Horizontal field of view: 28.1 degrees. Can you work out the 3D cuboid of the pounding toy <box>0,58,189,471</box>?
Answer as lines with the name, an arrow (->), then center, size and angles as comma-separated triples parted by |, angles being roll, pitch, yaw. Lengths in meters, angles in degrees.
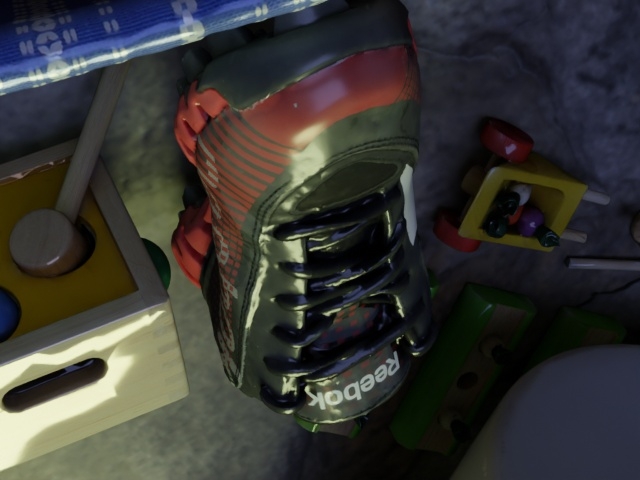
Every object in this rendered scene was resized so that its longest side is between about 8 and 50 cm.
pounding toy -> -0.122, 0.007, 0.564 | 0.141, 0.130, 0.100 | -21, 141, -14

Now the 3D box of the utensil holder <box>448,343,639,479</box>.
utensil holder -> 0.147, 0.294, 0.693 | 0.327, 0.328, 0.385 | 8, 125, -23

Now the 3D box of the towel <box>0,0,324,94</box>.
towel -> -0.158, -0.076, 0.428 | 0.336, 0.243, 0.040 | -17, 112, -9

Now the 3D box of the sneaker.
sneaker -> 0.000, 0.000, 0.519 | 0.097, 0.135, 0.276 | -20, 164, -14

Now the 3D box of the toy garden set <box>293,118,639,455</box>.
toy garden set -> 0.135, 0.052, 0.725 | 0.244, 0.049, 0.204 | 14, 116, -26
